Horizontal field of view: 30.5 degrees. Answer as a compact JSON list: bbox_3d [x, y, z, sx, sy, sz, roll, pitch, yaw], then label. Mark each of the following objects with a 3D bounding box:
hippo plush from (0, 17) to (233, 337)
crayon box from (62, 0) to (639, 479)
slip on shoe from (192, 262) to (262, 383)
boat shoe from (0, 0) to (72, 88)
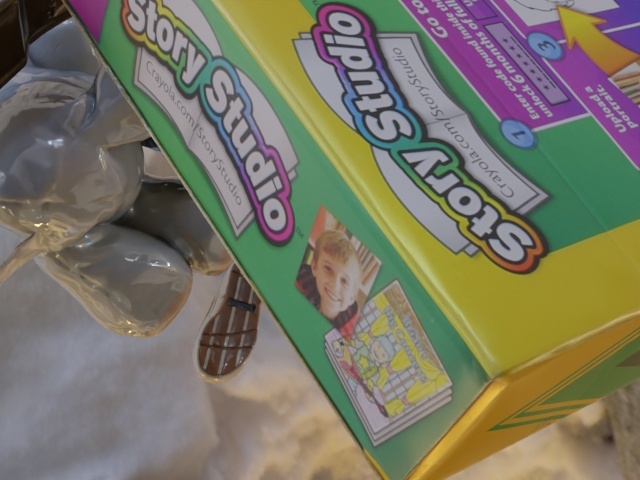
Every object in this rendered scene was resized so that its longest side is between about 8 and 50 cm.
[{"bbox_3d":[-0.203,-0.063,0.881,0.294,0.236,0.234,-35,134,-26],"label":"hippo plush"},{"bbox_3d":[0.070,-0.091,0.612,0.313,0.363,0.106,-17,151,-35],"label":"crayon box"},{"bbox_3d":[-0.081,0.075,1.036,0.051,0.135,0.041,20,137,-9],"label":"slip on shoe"},{"bbox_3d":[-0.189,-0.197,0.752,0.104,0.307,0.111,37,145,8],"label":"boat shoe"}]
